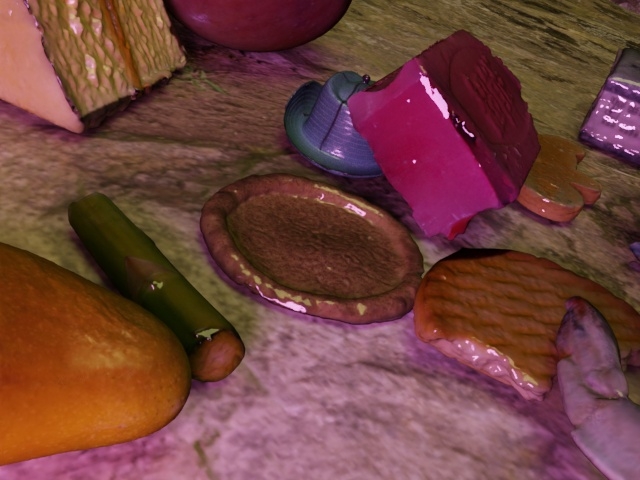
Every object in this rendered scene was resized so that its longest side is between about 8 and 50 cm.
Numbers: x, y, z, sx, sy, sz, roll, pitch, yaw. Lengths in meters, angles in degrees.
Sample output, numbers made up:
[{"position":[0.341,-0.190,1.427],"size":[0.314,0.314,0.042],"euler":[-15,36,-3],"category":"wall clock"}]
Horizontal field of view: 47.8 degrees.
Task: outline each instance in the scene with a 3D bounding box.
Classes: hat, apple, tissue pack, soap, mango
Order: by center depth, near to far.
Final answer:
[{"position":[-0.173,0.050,0.339],"size":[0.227,0.099,0.136],"euler":[12,26,-28],"category":"mango"},{"position":[0.134,-0.122,0.732],"size":[0.162,0.099,0.250],"euler":[50,32,-5],"category":"soap"},{"position":[0.037,-0.139,0.774],"size":[0.138,0.078,0.191],"euler":[21,31,2],"category":"hat"},{"position":[-0.077,-0.378,0.907],"size":[0.234,0.306,0.306],"euler":[1,26,18],"category":"apple"},{"position":[0.610,-0.157,1.091],"size":[0.394,0.124,0.288],"euler":[27,29,14],"category":"tissue pack"}]

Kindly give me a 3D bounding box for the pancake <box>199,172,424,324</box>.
[{"position":[0.000,0.001,0.586],"size":[0.199,0.021,0.199],"euler":[15,32,-10],"category":"pancake"}]

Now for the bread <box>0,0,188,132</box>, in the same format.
[{"position":[-0.230,-0.209,0.702],"size":[0.178,0.141,0.266],"euler":[58,26,-15],"category":"bread"}]

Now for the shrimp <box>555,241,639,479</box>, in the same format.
[{"position":[0.267,0.088,0.470],"size":[0.246,0.085,0.360],"euler":[0,29,-2],"category":"shrimp"}]

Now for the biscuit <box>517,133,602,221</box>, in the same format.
[{"position":[0.261,-0.086,0.865],"size":[0.153,0.030,0.234],"euler":[18,31,-2],"category":"biscuit"}]

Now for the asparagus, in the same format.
[{"position":[-0.113,0.024,0.468],"size":[0.178,0.041,0.045],"euler":[40,12,37],"category":"asparagus"}]

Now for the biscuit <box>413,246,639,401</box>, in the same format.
[{"position":[0.178,0.069,0.566],"size":[0.228,0.031,0.176],"euler":[21,34,-7],"category":"biscuit"}]
